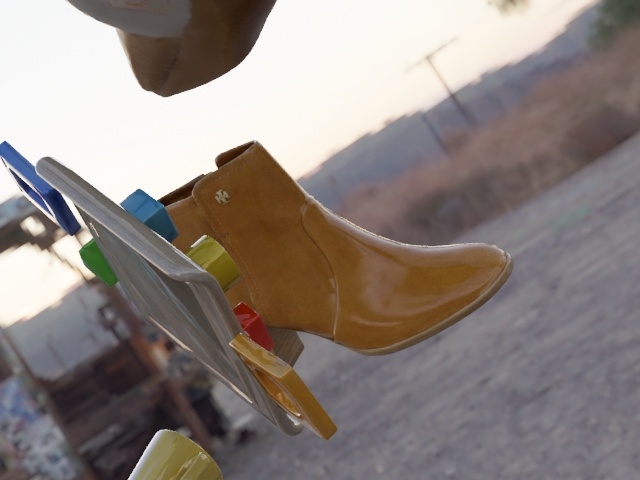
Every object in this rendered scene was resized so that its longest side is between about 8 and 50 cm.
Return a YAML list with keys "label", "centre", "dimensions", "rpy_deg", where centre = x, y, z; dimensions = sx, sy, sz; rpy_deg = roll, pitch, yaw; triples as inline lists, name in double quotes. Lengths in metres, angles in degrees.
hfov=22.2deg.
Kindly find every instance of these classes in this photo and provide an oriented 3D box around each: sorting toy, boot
- label: "sorting toy"
  centre: [-0.090, 0.030, 1.094]
  dimensions: [0.047, 0.347, 0.196]
  rpy_deg: [-44, -41, -13]
- label: "boot"
  centre: [0.000, 0.000, 1.438]
  dimensions: [0.295, 0.211, 0.104]
  rpy_deg: [-21, 21, 23]

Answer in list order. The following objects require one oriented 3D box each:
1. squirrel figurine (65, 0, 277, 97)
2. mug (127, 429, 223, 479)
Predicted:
- label: "squirrel figurine"
  centre: [-0.092, -0.373, 1.371]
  dimensions: [0.397, 0.281, 0.370]
  rpy_deg: [-14, 56, 47]
- label: "mug"
  centre: [-0.115, 0.179, 1.197]
  dimensions: [0.064, 0.062, 0.078]
  rpy_deg: [-50, -23, -31]
